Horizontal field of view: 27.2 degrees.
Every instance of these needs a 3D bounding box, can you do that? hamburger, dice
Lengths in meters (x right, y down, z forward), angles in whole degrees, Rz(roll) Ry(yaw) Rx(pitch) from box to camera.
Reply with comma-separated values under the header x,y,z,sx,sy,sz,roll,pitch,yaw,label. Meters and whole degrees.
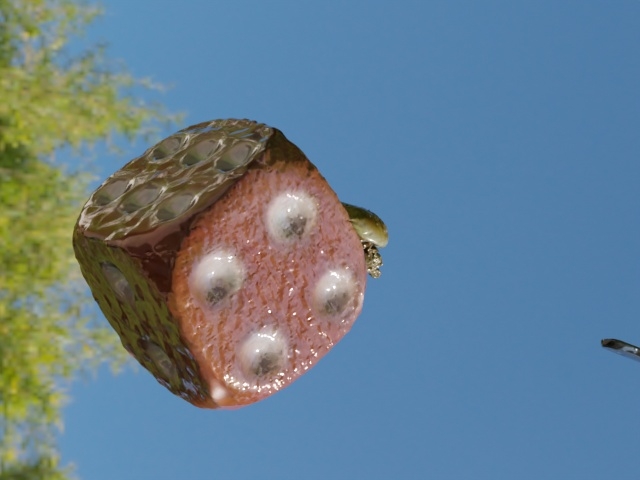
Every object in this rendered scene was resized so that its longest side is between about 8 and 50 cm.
x,y,z,sx,sy,sz,roll,pitch,yaw,label
0.000,0.000,1.758,0.131,0.185,0.159,-65,-154,5,hamburger
-0.084,0.016,1.061,0.175,0.174,0.179,21,-34,51,dice

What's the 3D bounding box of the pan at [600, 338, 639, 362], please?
x,y,z,sx,sy,sz,roll,pitch,yaw,label
0.351,0.124,1.205,0.136,0.235,0.028,0,-112,64,pan
